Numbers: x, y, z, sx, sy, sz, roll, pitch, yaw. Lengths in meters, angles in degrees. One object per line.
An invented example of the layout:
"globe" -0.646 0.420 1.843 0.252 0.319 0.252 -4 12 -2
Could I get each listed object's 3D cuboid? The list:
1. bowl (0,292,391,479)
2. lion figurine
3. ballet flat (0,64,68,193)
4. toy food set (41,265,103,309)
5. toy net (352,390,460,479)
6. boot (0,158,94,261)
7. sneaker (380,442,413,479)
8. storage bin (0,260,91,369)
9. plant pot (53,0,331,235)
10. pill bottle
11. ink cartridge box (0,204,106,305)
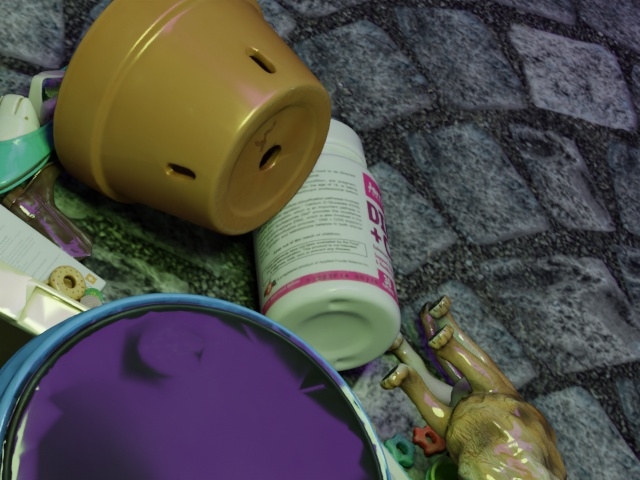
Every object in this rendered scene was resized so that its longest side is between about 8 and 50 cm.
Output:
"bowl" -0.111 0.224 1.496 0.391 0.077 0.391 12 61 -22
"lion figurine" 0.184 0.196 2.006 0.240 0.142 0.392 46 15 -5
"ballet flat" -0.331 -0.139 2.019 0.247 0.083 0.087 -49 133 -52
"toy food set" -0.263 0.070 1.871 0.082 0.020 0.083 41 39 -2
"toy net" 0.087 0.226 2.037 0.232 0.045 0.122 36 41 -4
"boot" -0.289 -0.029 1.995 0.114 0.037 0.106 41 52 6
"sneaker" 0.088 0.319 1.933 0.229 0.087 0.092 41 49 11
"storage bin" -0.281 0.150 1.653 0.262 0.260 0.123 30 55 -11
"plant pot" -0.127 -0.139 1.984 0.203 0.291 0.291 36 37 24
"pill bottle" 0.000 0.000 2.086 0.160 0.160 0.283 15 46 -26
"ink cartridge box" -0.358 0.050 1.865 0.208 0.045 0.206 38 40 -5
